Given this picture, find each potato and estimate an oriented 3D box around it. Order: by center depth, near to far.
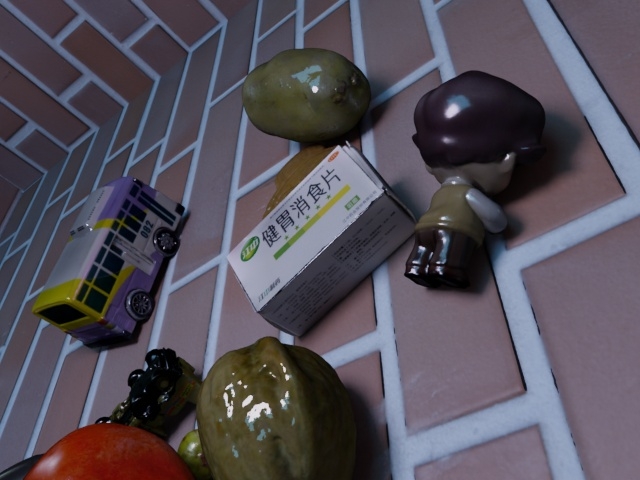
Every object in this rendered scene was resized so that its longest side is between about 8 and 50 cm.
[{"bbox_3d":[-0.029,-0.342,1.486,0.327,0.243,0.220,4,90,32],"label":"potato"}]

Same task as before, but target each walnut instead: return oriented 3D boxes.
[{"bbox_3d":[-0.060,0.277,0.913,0.228,0.282,0.283,-10,30,-17],"label":"walnut"}]

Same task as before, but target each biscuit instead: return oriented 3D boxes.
[{"bbox_3d":[-0.027,-0.099,1.414,0.269,0.051,0.376,-41,35,13],"label":"biscuit"}]

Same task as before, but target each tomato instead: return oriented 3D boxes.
[{"bbox_3d":[-0.323,0.454,0.956,0.293,0.290,0.325,-44,59,24],"label":"tomato"}]

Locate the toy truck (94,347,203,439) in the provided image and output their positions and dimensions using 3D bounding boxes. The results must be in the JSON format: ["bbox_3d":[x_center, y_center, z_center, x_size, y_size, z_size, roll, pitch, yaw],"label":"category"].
[{"bbox_3d":[-0.357,0.352,1.267,0.257,0.127,0.127,-49,27,0],"label":"toy truck"}]

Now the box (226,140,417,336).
[{"bbox_3d":[0.002,-0.001,1.168,0.333,0.145,0.173,-44,48,8],"label":"box"}]

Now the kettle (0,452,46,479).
[{"bbox_3d":[-0.602,0.582,1.212,0.324,0.228,0.321,-47,21,-6],"label":"kettle"}]

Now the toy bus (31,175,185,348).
[{"bbox_3d":[-0.567,0.043,1.695,0.209,0.249,0.439,-17,45,38],"label":"toy bus"}]

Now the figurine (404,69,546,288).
[{"bbox_3d":[0.256,-0.099,1.023,0.218,0.206,0.364,164,113,-70],"label":"figurine"}]

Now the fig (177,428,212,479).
[{"bbox_3d":[-0.229,0.373,1.136,0.093,0.093,0.166,-56,30,-11],"label":"fig"}]
